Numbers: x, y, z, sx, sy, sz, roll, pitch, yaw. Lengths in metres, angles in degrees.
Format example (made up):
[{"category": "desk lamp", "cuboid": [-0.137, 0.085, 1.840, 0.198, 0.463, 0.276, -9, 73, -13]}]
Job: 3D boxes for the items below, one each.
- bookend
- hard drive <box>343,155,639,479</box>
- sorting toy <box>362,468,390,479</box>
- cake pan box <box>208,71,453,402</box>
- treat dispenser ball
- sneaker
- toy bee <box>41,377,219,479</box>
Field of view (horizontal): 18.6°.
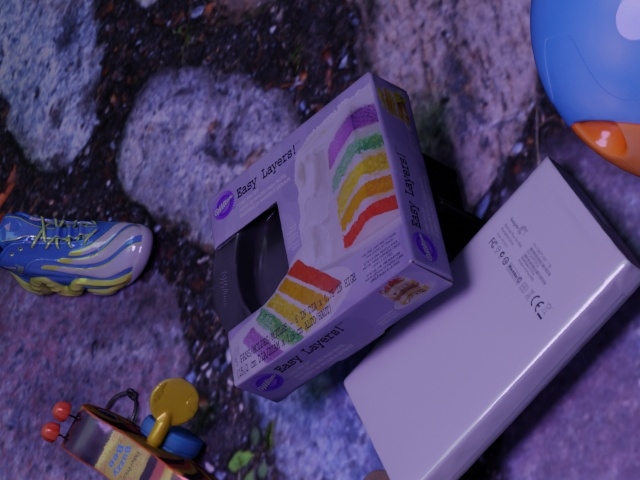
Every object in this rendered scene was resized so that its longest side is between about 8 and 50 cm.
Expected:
[{"category": "bookend", "cuboid": [0.076, -0.048, 2.014, 0.156, 0.072, 0.157, -36, 48, 30]}, {"category": "hard drive", "cuboid": [0.158, 0.086, 1.854, 0.307, 0.040, 0.203, -49, 32, 14]}, {"category": "sorting toy", "cuboid": [0.048, 0.345, 1.778, 0.229, 0.041, 0.307, 10, 49, 47]}, {"category": "cake pan box", "cuboid": [0.000, 0.000, 1.964, 0.267, 0.070, 0.245, -36, 46, 32]}, {"category": "treat dispenser ball", "cuboid": [0.322, -0.188, 1.662, 0.288, 0.288, 0.288, -24, 54, 37]}, {"category": "sneaker", "cuboid": [-0.315, 0.013, 2.357, 0.240, 0.126, 0.091, -15, 60, 42]}, {"category": "toy bee", "cuboid": [-0.219, 0.239, 2.110, 0.298, 0.162, 0.195, -1, 71, 47]}]
